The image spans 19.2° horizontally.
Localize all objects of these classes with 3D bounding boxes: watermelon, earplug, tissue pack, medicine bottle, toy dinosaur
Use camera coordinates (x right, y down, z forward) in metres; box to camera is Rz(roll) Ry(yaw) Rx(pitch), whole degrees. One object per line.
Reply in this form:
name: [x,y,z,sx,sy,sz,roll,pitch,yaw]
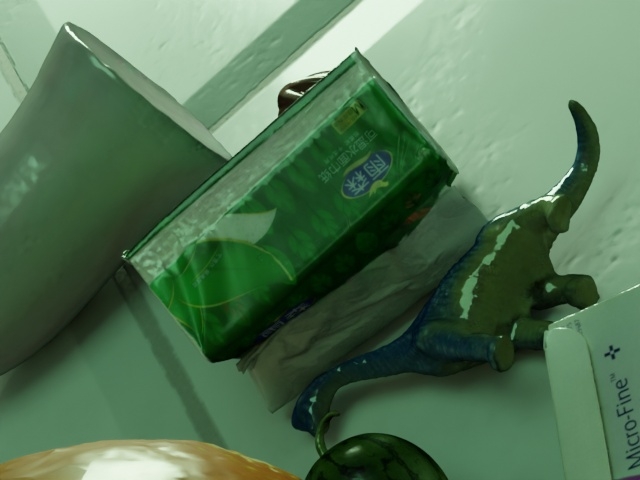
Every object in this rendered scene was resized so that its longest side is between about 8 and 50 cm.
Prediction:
watermelon: [0.031,0.163,1.148,0.109,0.109,0.109,-23,44,25]
earplug: [-0.228,-0.003,1.481,0.301,0.172,0.172,-49,39,5]
tissue pack: [0.001,0.000,1.293,0.209,0.148,0.156,-40,80,4]
medicine bottle: [0.220,0.104,1.079,0.171,0.052,0.201,-25,42,22]
toy dinosaur: [0.089,0.024,1.247,0.188,0.075,0.247,3,65,46]

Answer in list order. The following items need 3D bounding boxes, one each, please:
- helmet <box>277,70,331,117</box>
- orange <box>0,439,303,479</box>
helmet: [-0.002,-0.096,1.433,0.111,0.057,0.089,1,60,41]
orange: [-0.126,0.300,0.991,0.424,0.326,0.424,-22,47,26]
